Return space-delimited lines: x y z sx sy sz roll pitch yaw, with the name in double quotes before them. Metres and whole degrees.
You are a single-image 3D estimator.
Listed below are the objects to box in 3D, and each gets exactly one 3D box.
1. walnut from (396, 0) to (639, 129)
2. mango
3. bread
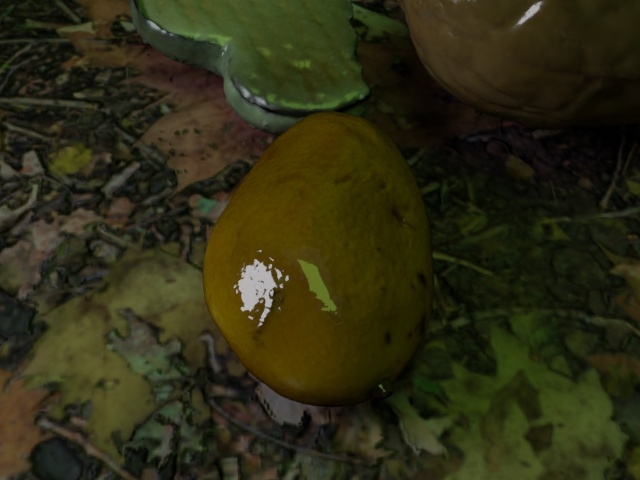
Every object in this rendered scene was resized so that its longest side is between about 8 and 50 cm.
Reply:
"walnut" 0.199 -0.226 0.630 0.313 0.277 0.252 -4 17 -15
"mango" 0.000 0.000 0.543 0.147 0.109 0.227 1 53 0
"bread" -0.042 -0.169 0.686 0.232 0.064 0.172 35 58 16
